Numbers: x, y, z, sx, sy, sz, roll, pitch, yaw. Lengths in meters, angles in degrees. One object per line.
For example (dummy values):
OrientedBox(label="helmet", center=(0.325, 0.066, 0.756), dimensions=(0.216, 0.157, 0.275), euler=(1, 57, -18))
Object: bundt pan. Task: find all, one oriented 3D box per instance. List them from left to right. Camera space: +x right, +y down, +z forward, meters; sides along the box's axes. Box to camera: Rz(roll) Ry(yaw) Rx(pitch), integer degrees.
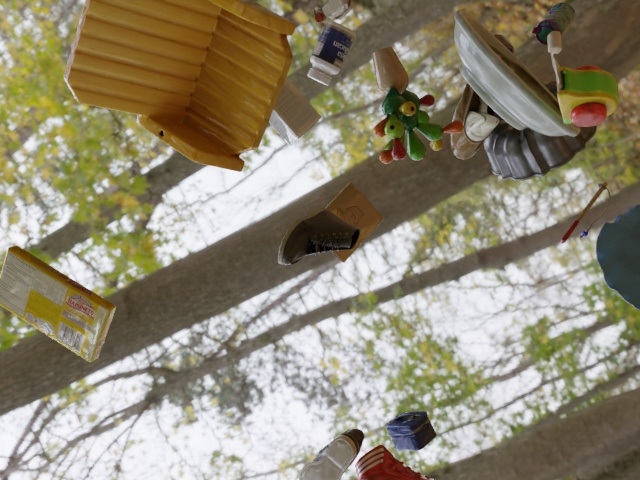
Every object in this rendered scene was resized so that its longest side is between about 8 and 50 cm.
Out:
OrientedBox(label="bundt pan", center=(0.598, -0.326, 2.188), dimensions=(0.124, 0.331, 0.331), euler=(50, -152, -29))

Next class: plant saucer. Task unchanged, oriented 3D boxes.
OrientedBox(label="plant saucer", center=(0.433, -0.365, 1.823), dimensions=(0.400, 0.100, 0.400), euler=(36, -156, -19))

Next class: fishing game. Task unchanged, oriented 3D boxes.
OrientedBox(label="fishing game", center=(0.495, 0.031, 1.154), dimensions=(0.264, 0.041, 0.189), euler=(36, -114, 13))

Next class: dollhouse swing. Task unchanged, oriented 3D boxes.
OrientedBox(label="dollhouse swing", center=(-0.295, -0.361, 1.621), dimensions=(0.315, 0.347, 0.305), euler=(35, -159, 28))

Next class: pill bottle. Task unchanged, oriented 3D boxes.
OrientedBox(label="pill bottle", center=(0.028, -0.542, 2.263), dimensions=(0.094, 0.169, 0.094), euler=(25, -171, -4))

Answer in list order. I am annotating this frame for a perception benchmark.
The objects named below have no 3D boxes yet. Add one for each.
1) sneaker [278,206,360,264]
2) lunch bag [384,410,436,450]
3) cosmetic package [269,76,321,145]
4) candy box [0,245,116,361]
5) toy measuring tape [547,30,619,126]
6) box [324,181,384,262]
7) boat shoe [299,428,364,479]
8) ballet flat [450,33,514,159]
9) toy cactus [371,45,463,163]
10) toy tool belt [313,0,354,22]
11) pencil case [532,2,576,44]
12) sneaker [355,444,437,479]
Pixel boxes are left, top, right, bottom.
OrientedBox(label="sneaker", center=(0.000, 0.000, 1.780), dimensions=(0.222, 0.118, 0.083), euler=(-43, -30, -46))
OrientedBox(label="lunch bag", center=(0.183, 0.382, 1.583), dimensions=(0.067, 0.098, 0.065), euler=(-29, -85, -39))
OrientedBox(label="cosmetic package", center=(-0.110, -0.342, 1.848), dimensions=(0.231, 0.085, 0.117), euler=(46, 168, -7))
OrientedBox(label="candy box", center=(-0.431, 0.101, 1.257), dimensions=(0.206, 0.105, 0.027), euler=(29, -161, 12))
OrientedBox(label="toy measuring tape", center=(0.514, -0.309, 1.505), dimensions=(0.330, 0.121, 0.121), euler=(40, -148, -61))
OrientedBox(label="box", center=(0.083, -0.057, 2.470), dimensions=(0.164, 0.201, 0.021), euler=(46, 165, -11))
OrientedBox(label="boat shoe", center=(0.027, 0.452, 1.585), dimensions=(0.075, 0.206, 0.065), euler=(44, -142, 14))
OrientedBox(label="ballet flat", center=(0.438, -0.372, 2.066), dimensions=(0.116, 0.342, 0.124), euler=(10, -164, -25))
OrientedBox(label="toy cactus", center=(0.132, -0.212, 1.205), dimensions=(0.219, 0.112, 0.180), euler=(-31, -78, -56))
OrientedBox(label="toy tool belt", center=(0.031, -0.445, 1.488), dimensions=(0.051, 0.083, 0.052), euler=(-34, -86, -44))
OrientedBox(label="pencil case", center=(0.584, -0.541, 1.944), dimensions=(0.152, 0.070, 0.064), euler=(-46, -27, -46))
OrientedBox(label="sneaker", center=(0.163, 0.424, 1.406), dimensions=(0.221, 0.087, 0.128), euler=(17, -152, -27))
